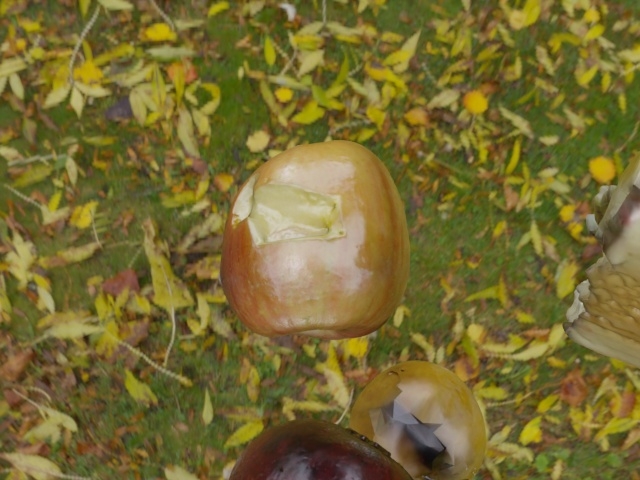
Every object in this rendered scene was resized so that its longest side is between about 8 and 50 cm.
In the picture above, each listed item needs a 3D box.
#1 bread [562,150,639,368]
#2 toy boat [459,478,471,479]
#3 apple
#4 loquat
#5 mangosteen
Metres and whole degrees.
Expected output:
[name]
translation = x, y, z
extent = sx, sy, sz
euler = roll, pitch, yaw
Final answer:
[bread]
translation = 0.332, 0.000, 0.670
extent = 0.270, 0.316, 0.211
euler = 24, 72, 18
[toy boat]
translation = 0.088, 0.417, 1.290
extent = 0.392, 0.079, 0.136
euler = -19, 66, -42
[apple]
translation = 0.000, 0.000, 0.878
extent = 0.199, 0.199, 0.199
euler = 2, 67, -6
[loquat]
translation = 0.158, 0.317, 1.545
extent = 0.234, 0.235, 0.235
euler = 2, 67, -6
[mangosteen]
translation = -0.007, 0.335, 1.039
extent = 0.235, 0.235, 0.261
euler = 29, 79, 6
